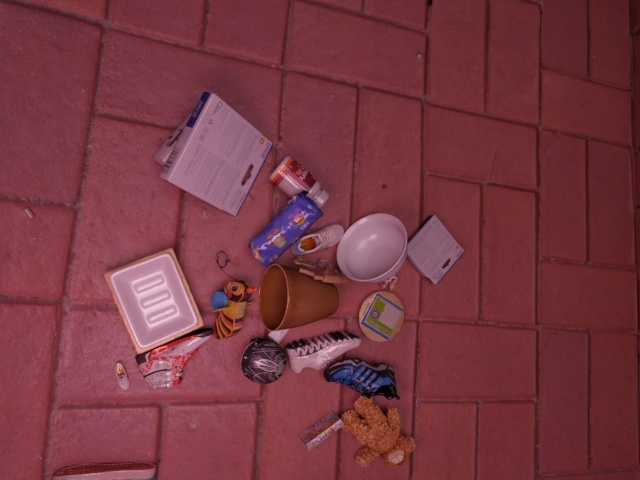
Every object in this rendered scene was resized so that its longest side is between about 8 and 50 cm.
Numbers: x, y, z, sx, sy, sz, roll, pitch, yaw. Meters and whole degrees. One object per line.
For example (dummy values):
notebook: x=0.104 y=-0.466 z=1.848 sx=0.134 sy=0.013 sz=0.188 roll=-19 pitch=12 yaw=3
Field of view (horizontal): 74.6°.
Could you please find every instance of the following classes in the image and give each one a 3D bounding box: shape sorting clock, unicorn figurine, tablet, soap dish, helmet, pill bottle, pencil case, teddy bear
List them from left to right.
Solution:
soap dish: x=-0.558 y=0.201 z=1.423 sx=0.228 sy=0.118 sz=0.291 roll=-23 pitch=93 yaw=-19
helmet: x=-0.204 y=0.429 z=1.496 sx=0.169 sy=0.161 sz=0.170 roll=2 pitch=84 yaw=-18
tablet: x=-0.155 y=0.343 z=1.603 sx=0.054 sy=0.006 sz=0.083 roll=40 pitch=75 yaw=-11
pencil case: x=-0.132 y=-0.044 z=1.534 sx=0.306 sy=0.119 sz=0.133 roll=-44 pitch=121 yaw=6
pill bottle: x=-0.079 y=-0.212 z=1.620 sx=0.221 sy=0.121 sz=0.121 roll=40 pitch=74 yaw=-11
teddy bear: x=0.226 y=0.757 z=1.637 sx=0.245 sy=0.113 sz=0.338 roll=-28 pitch=94 yaw=-17
shape sorting clock: x=0.249 y=0.310 z=1.722 sx=0.206 sy=0.040 sz=0.207 roll=1 pitch=87 yaw=-21
unicorn figurine: x=0.269 y=0.118 z=1.744 sx=0.111 sy=0.060 sz=0.162 roll=-40 pitch=112 yaw=-27

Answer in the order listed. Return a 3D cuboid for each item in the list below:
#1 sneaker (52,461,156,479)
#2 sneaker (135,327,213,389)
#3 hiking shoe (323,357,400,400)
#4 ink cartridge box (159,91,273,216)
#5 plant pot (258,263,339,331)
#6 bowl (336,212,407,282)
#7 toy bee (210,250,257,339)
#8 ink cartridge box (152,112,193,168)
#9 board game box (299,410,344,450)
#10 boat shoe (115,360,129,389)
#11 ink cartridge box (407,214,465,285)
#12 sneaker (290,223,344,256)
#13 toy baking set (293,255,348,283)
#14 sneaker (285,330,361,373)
sneaker: x=-0.685 y=0.781 z=1.331 sx=0.301 sy=0.108 sz=0.121 roll=9 pitch=78 yaw=-19
sneaker: x=-0.477 y=0.408 z=1.439 sx=0.269 sy=0.090 sz=0.145 roll=-21 pitch=92 yaw=-10
hiking shoe: x=0.162 y=0.534 z=1.608 sx=0.303 sy=0.132 sz=0.113 roll=8 pitch=127 yaw=-17
ink cartridge box: x=-0.354 y=-0.290 z=1.485 sx=0.330 sy=0.071 sz=0.324 roll=33 pitch=82 yaw=-55
plant pot: x=-0.065 y=0.214 z=1.546 sx=0.254 sy=0.237 sz=0.238 roll=8 pitch=82 yaw=-31
bowl: x=0.221 y=0.052 z=1.645 sx=0.298 sy=0.297 sz=0.134 roll=-58 pitch=137 yaw=-14
toy bee: x=-0.303 y=0.205 z=1.468 sx=0.195 sy=0.162 sz=0.299 roll=-37 pitch=124 yaw=-54
ink cartridge box: x=-0.455 y=-0.315 z=1.486 sx=0.218 sy=0.092 sz=0.159 roll=-54 pitch=136 yaw=-14
board game box: x=0.002 y=0.707 z=1.569 sx=0.154 sy=0.103 sz=0.026 roll=-29 pitch=94 yaw=-19
boat shoe: x=-0.665 y=0.454 z=1.407 sx=0.035 sy=0.035 sz=0.100 roll=-13 pitch=89 yaw=-19
ink cartridge box: x=0.486 y=0.042 z=1.823 sx=0.223 sy=0.045 sz=0.224 roll=-45 pitch=100 yaw=-16
sneaker: x=0.000 y=0.000 z=1.642 sx=0.228 sy=0.092 sz=0.088 roll=-26 pitch=92 yaw=-20
toy baking set: x=0.012 y=0.106 z=1.575 sx=0.256 sy=0.196 sz=0.030 roll=13 pitch=108 yaw=-36
sneaker: x=0.016 y=0.425 z=1.608 sx=0.291 sy=0.110 sz=0.119 roll=-9 pitch=96 yaw=-11
